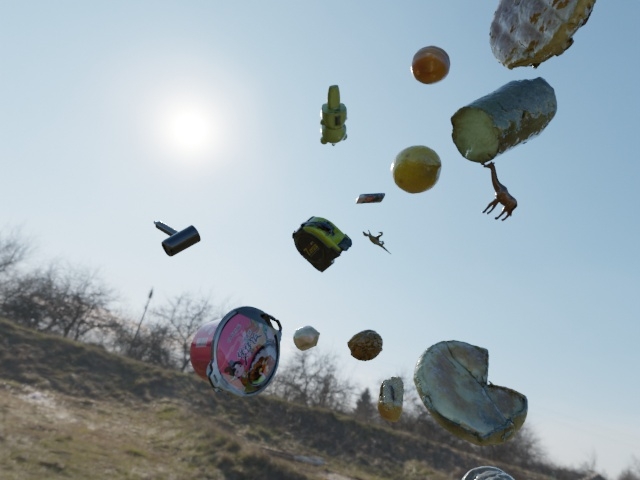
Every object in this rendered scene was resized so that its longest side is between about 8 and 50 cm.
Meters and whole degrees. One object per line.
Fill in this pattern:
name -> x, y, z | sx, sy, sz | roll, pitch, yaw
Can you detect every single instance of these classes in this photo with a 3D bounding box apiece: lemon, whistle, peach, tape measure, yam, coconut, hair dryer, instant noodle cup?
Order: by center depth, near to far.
instant noodle cup -> -0.271, 0.330, 1.430 | 0.181, 0.259, 0.302 | -11, 5, 39
yam -> 0.574, -0.377, 1.482 | 0.195, 0.299, 0.195 | 52, -20, 27
peach -> 0.386, -0.609, 1.666 | 0.138, 0.138, 0.138 | 12, -22, 5
tape measure -> 0.000, 0.000, 1.680 | 0.186, 0.112, 0.199 | 42, -42, -1
hair dryer -> -0.562, -0.022, 1.759 | 0.255, 0.128, 0.070 | 21, -46, 39
whistle -> 0.056, -0.536, 2.079 | 0.131, 0.106, 0.289 | -15, -48, -14
coconut -> -0.057, 0.442, 2.172 | 0.124, 0.110, 0.110 | -20, -34, 17
lemon -> 0.454, -0.336, 2.247 | 0.228, 0.229, 0.253 | 21, -18, -16

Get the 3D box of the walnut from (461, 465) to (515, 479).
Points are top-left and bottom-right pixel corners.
walnut -> 0.538, 0.852, 1.507 | 0.248, 0.249, 0.248 | 12, -22, 5

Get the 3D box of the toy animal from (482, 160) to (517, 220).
toy animal -> 0.820, -0.226, 2.224 | 0.224, 0.230, 0.066 | 29, 20, 12

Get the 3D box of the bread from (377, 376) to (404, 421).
bread -> 0.226, 0.517, 1.559 | 0.082, 0.125, 0.106 | 11, -54, -1

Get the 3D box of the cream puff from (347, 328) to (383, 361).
cream puff -> 0.201, 0.470, 2.111 | 0.150, 0.115, 0.165 | 18, -52, -30

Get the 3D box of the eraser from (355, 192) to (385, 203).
eraser -> 0.135, -0.111, 1.275 | 0.099, 0.019, 0.027 | -5, -42, -33

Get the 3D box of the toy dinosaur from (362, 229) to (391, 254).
toy dinosaur -> 0.297, 0.012, 2.549 | 0.126, 0.039, 0.162 | -6, -63, 49

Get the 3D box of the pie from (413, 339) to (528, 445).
pie -> 0.397, 0.405, 1.310 | 0.337, 0.338, 0.075 | 14, -55, 1

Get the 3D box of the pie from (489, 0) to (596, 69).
pie -> 0.550, -0.585, 1.178 | 0.083, 0.340, 0.339 | 12, -20, -22
